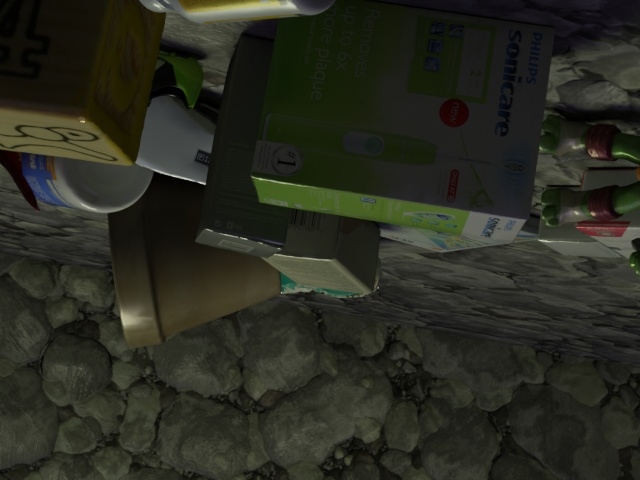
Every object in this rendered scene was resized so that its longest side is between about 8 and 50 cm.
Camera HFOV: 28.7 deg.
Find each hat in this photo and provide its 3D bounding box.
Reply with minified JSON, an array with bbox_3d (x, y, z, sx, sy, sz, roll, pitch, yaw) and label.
[{"bbox_3d":[-0.499,-0.153,1.743,0.208,0.184,0.173,2,166,43],"label":"hat"}]

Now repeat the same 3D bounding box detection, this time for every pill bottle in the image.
[{"bbox_3d":[-0.077,-0.245,1.102,0.184,0.103,0.103,3,168,34],"label":"pill bottle"},{"bbox_3d":[-0.367,-0.124,1.850,0.152,0.152,0.272,17,176,-34],"label":"pill bottle"}]

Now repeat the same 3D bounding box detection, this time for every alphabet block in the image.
[{"bbox_3d":[-0.290,-0.199,1.298,0.197,0.193,0.192,8,171,8],"label":"alphabet block"}]

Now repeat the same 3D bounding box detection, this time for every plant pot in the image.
[{"bbox_3d":[-0.217,0.016,2.212,0.280,0.323,0.323,-7,170,-2],"label":"plant pot"}]

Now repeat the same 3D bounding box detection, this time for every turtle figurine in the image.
[{"bbox_3d":[0.358,-0.068,1.425,0.266,0.275,0.198,5,135,45],"label":"turtle figurine"}]

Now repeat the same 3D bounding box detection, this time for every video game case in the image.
[{"bbox_3d":[0.178,-0.037,2.174,0.300,0.036,0.329,15,168,-26],"label":"video game case"}]

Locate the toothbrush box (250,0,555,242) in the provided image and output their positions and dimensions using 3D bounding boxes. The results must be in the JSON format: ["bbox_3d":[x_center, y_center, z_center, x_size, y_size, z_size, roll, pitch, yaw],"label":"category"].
[{"bbox_3d":[0.085,-0.128,1.303,0.283,0.206,0.122,10,169,2],"label":"toothbrush box"}]

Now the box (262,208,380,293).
[{"bbox_3d":[0.000,0.000,2.099,0.148,0.121,0.311,6,170,13],"label":"box"}]

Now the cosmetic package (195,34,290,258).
[{"bbox_3d":[-0.077,-0.108,1.479,0.107,0.238,0.127,14,172,-9],"label":"cosmetic package"}]

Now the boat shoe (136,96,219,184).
[{"bbox_3d":[-0.172,-0.145,1.750,0.301,0.108,0.102,21,-160,-10],"label":"boat shoe"}]

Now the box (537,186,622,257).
[{"bbox_3d":[0.396,-0.027,1.883,0.102,0.087,0.101,3,168,35],"label":"box"}]

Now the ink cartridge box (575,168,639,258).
[{"bbox_3d":[0.483,-0.031,1.778,0.158,0.092,0.218,2,165,37],"label":"ink cartridge box"}]

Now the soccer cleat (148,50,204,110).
[{"bbox_3d":[-0.233,-0.207,1.534,0.178,0.072,0.060,12,169,-10],"label":"soccer cleat"}]

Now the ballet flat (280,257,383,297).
[{"bbox_3d":[0.013,0.035,2.557,0.147,0.147,0.409,17,170,-37],"label":"ballet flat"}]
